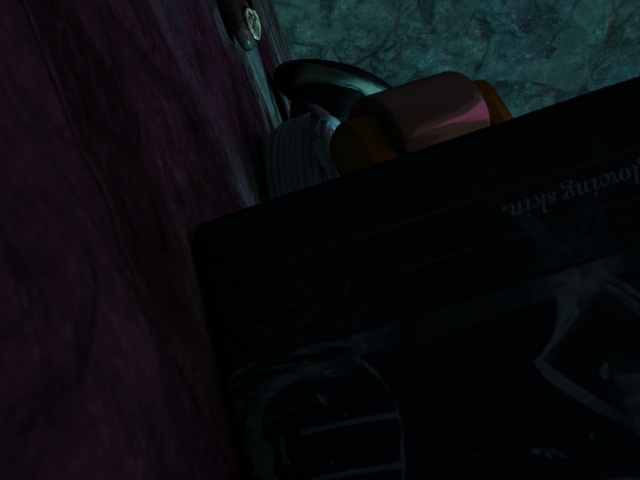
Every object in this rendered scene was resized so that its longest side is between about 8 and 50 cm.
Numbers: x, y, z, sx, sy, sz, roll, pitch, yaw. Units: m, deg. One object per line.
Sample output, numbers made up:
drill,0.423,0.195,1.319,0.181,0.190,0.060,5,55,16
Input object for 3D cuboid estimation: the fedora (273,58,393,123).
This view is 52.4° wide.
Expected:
fedora,0.025,-0.248,1.369,0.334,0.334,0.152,51,57,-77

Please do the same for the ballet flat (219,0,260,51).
ballet flat,-0.118,-0.373,0.970,0.084,0.058,0.250,65,9,-50

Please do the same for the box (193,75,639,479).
box,0.225,0.164,0.443,0.297,0.480,0.472,51,22,-73

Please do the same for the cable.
cable,0.008,-0.047,0.892,0.257,0.089,0.257,-20,99,-75

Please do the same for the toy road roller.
toy road roller,0.143,-0.013,0.805,0.329,0.202,0.240,63,-26,11
